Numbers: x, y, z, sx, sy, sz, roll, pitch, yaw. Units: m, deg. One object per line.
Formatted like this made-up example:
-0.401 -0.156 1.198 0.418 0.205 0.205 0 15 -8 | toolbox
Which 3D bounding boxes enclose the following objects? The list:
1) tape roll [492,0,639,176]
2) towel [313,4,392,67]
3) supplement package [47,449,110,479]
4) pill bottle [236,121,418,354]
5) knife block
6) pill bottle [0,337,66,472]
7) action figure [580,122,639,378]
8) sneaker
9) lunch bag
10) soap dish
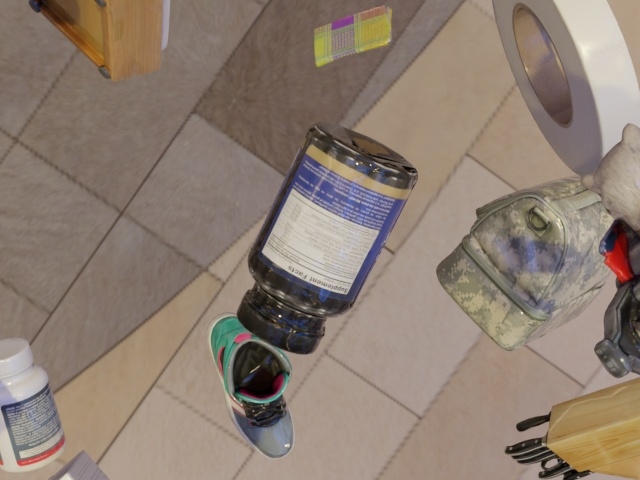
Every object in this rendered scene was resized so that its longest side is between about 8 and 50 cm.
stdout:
0.374 -0.285 1.750 0.072 0.392 0.392 -24 98 -2 | tape roll
0.033 -0.205 1.135 0.083 0.060 0.009 -16 137 16 | towel
-0.320 0.479 1.611 0.175 0.177 0.293 -41 92 -3 | supplement package
0.000 0.000 1.151 0.122 0.123 0.219 25 105 -7 | pill bottle
0.449 0.328 1.970 0.242 0.088 0.276 8 140 12 | knife block
-0.451 0.242 1.679 0.108 0.108 0.180 -11 111 -3 | pill bottle
0.387 -0.004 0.968 0.330 0.341 0.178 29 139 3 | action figure
-0.103 0.277 2.013 0.123 0.178 0.296 -27 105 -13 | sneaker
0.381 0.009 1.893 0.212 0.305 0.256 51 126 19 | lunch bag
-0.330 -0.377 1.642 0.229 0.291 0.118 44 70 8 | soap dish
